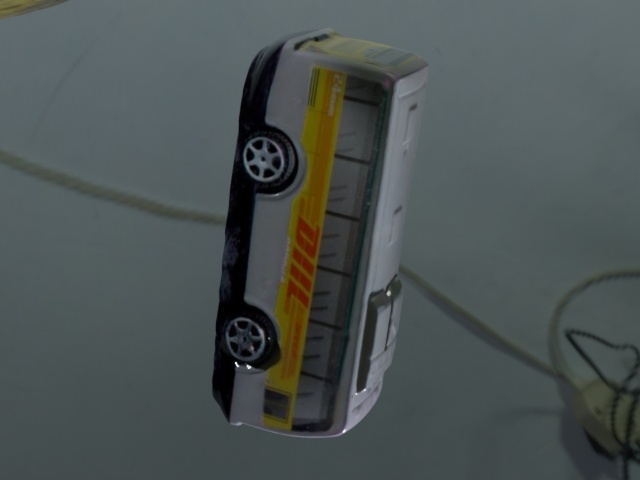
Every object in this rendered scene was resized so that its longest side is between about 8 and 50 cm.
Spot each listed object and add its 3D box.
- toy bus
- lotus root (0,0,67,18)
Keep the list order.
[{"bbox_3d":[0.000,0.000,0.590,0.072,0.057,0.172,14,110,20],"label":"toy bus"},{"bbox_3d":[-0.048,-0.208,0.408,0.397,0.196,0.179,-44,154,-6],"label":"lotus root"}]
